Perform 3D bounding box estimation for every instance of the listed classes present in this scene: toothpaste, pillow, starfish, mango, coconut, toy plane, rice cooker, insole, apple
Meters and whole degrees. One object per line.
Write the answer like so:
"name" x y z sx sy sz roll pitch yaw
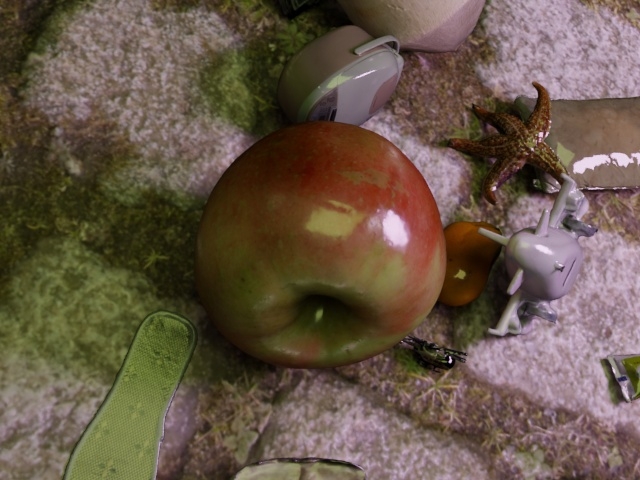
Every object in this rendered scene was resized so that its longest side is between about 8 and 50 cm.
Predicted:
"toothpaste" 0.558 0.192 1.293 0.248 0.047 0.078 -8 66 -18
"pillow" 0.472 -0.167 1.402 0.302 0.075 0.185 -4 68 -16
"starfish" 0.319 -0.150 1.328 0.238 0.057 0.213 38 84 27
"mango" 0.203 0.031 1.230 0.105 0.084 0.159 30 42 14
"coconut" 0.149 -0.410 1.318 0.266 0.237 0.237 44 58 -26
"toy plane" 0.310 0.026 1.197 0.118 0.252 0.252 26 57 29
"rice cooker" 0.029 -0.240 1.257 0.127 0.145 0.206 42 58 15
"toy plane" 0.145 0.151 1.175 0.120 0.049 0.031 23 60 12
"insole" -0.235 0.232 1.040 0.109 0.007 0.322 23 63 -8
"apple" 0.000 0.000 1.050 0.319 0.319 0.277 9 48 -14

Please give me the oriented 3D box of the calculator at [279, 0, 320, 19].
"calculator" -0.037 -0.507 1.322 0.165 0.028 0.274 -41 128 -30

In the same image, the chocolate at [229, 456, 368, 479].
"chocolate" -0.031 0.412 0.973 0.185 0.100 0.303 2 64 -6
